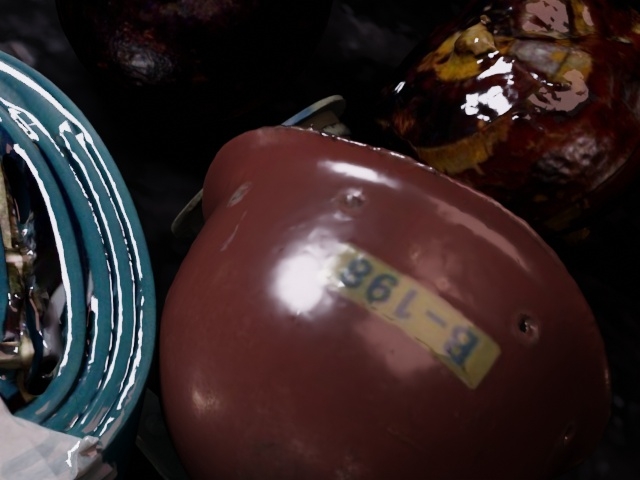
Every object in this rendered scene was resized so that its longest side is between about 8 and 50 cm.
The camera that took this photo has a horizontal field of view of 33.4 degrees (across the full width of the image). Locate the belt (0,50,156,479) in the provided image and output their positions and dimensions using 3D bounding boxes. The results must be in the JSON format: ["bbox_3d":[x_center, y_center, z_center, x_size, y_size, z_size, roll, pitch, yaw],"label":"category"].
[{"bbox_3d":[-0.295,0.040,0.827,0.300,0.173,0.436,-10,55,-24],"label":"belt"}]

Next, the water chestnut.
[{"bbox_3d":[0.241,-0.120,1.201,0.347,0.335,0.335,49,37,-27],"label":"water chestnut"}]

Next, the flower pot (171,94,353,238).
[{"bbox_3d":[0.000,0.000,1.027,0.202,0.212,0.212,50,46,1],"label":"flower pot"}]

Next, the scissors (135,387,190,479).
[{"bbox_3d":[-0.112,0.188,0.903,0.447,0.029,0.192,44,45,14],"label":"scissors"}]

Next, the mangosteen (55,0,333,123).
[{"bbox_3d":[-0.134,-0.279,1.126,0.297,0.297,0.313,15,26,-17],"label":"mangosteen"}]

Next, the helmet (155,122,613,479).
[{"bbox_3d":[0.001,0.117,0.802,0.385,0.337,0.230,38,53,5],"label":"helmet"}]
